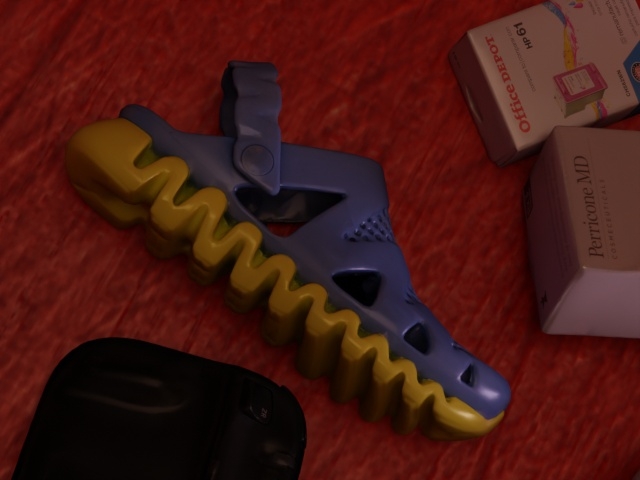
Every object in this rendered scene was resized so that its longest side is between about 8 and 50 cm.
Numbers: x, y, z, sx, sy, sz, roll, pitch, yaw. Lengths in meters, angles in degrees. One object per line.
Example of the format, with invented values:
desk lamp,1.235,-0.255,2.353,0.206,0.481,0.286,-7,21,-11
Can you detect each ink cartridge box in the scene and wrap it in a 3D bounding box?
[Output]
ink cartridge box,0.159,-0.113,1.247,0.122,0.052,0.088,-22,85,-13

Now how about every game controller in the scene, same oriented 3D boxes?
game controller,-0.119,0.209,1.099,0.166,0.067,0.319,12,64,8

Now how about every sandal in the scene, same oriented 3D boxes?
sandal,0.000,0.000,1.163,0.317,0.126,0.138,41,71,-3

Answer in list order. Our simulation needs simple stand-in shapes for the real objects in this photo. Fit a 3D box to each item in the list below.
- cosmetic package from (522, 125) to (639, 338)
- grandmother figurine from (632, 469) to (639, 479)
cosmetic package,0.256,-0.001,1.213,0.231,0.085,0.117,3,56,-12
grandmother figurine,0.356,0.173,1.210,0.342,0.104,0.208,2,71,-13
